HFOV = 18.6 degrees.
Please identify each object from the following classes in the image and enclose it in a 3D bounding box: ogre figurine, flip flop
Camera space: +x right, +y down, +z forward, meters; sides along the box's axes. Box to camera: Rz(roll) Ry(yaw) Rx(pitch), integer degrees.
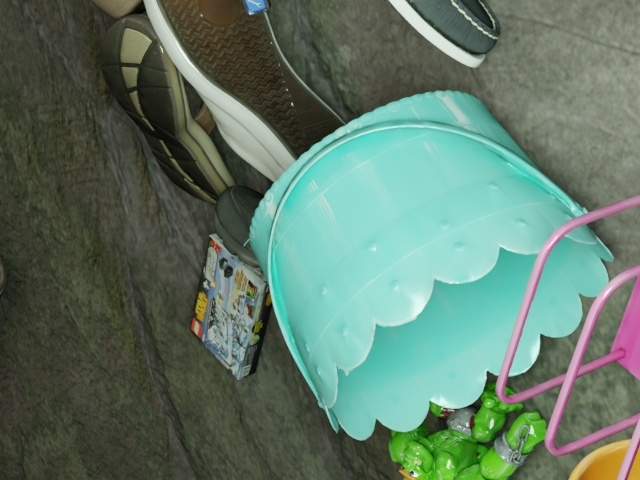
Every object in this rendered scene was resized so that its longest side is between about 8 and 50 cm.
[{"bbox_3d":[0.126,0.179,1.813,0.197,0.097,0.118,23,105,28],"label":"ogre figurine"},{"bbox_3d":[-0.139,-0.138,1.977,0.112,0.080,0.277,28,158,35],"label":"flip flop"}]

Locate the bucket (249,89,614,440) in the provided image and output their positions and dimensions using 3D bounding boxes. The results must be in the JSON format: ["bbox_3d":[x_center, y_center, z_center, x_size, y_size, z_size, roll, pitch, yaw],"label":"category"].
[{"bbox_3d":[0.084,0.017,1.652,0.183,0.281,0.281,58,142,25],"label":"bucket"}]

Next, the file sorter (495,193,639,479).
[{"bbox_3d":[0.298,0.119,1.478,0.291,0.182,0.202,43,136,34],"label":"file sorter"}]

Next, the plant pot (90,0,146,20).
[{"bbox_3d":[-0.210,-0.347,1.914,0.229,0.263,0.263,52,143,-2],"label":"plant pot"}]

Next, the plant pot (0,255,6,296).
[{"bbox_3d":[-0.516,0.080,2.535,0.230,0.215,0.215,-35,76,39],"label":"plant pot"}]

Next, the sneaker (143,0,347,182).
[{"bbox_3d":[-0.090,-0.155,1.876,0.290,0.106,0.123,54,154,-15],"label":"sneaker"}]

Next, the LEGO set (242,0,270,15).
[{"bbox_3d":[0.004,-0.308,1.706,0.060,0.183,0.244,-86,7,-68],"label":"LEGO set"}]

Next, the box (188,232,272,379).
[{"bbox_3d":[-0.095,0.069,2.103,0.094,0.027,0.137,43,135,31],"label":"box"}]

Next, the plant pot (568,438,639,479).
[{"bbox_3d":[0.272,0.295,1.567,0.205,0.205,0.188,41,133,35],"label":"plant pot"}]

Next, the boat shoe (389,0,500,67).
[{"bbox_3d":[0.061,-0.276,1.631,0.091,0.114,0.302,-38,110,19],"label":"boat shoe"}]

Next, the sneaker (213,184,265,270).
[{"bbox_3d":[0.000,0.000,1.908,0.267,0.101,0.106,35,115,37],"label":"sneaker"}]
